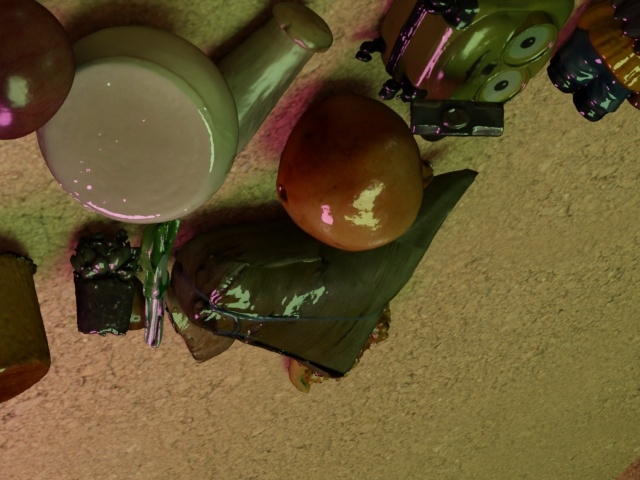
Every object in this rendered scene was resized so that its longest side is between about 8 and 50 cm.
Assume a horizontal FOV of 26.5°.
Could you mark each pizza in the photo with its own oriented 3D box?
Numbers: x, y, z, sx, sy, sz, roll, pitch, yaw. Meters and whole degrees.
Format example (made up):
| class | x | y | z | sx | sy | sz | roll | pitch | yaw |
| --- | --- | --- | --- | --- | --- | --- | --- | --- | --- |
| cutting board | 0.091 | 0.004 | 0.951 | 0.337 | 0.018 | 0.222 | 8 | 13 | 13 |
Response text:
| class | x | y | z | sx | sy | sz | roll | pitch | yaw |
| --- | --- | --- | --- | --- | --- | --- | --- | --- | --- |
| pizza | 0.037 | 0.171 | 2.295 | 0.161 | 0.086 | 0.305 | -7 | 145 | -33 |

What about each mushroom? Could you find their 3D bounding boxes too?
| class | x | y | z | sx | sy | sz | roll | pitch | yaw |
| --- | --- | --- | --- | --- | --- | --- | --- | --- | --- |
| mushroom | -0.090 | -0.184 | 1.637 | 0.247 | 0.096 | 0.108 | -46 | 176 | 15 |
| mushroom | -0.178 | 0.127 | 2.068 | 0.094 | 0.072 | 0.210 | -32 | 150 | -11 |

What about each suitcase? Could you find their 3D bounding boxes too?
| class | x | y | z | sx | sy | sz | roll | pitch | yaw |
| --- | --- | --- | --- | --- | --- | --- | --- | --- | --- |
| suitcase | 0.189 | -0.263 | 1.695 | 0.234 | 0.143 | 0.194 | -8 | 145 | -31 |

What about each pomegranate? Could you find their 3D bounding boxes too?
| class | x | y | z | sx | sy | sz | roll | pitch | yaw |
| --- | --- | --- | --- | --- | --- | --- | --- | --- | --- |
| pomegranate | 0.039 | -0.092 | 1.787 | 0.209 | 0.209 | 0.209 | -20 | 149 | -13 |

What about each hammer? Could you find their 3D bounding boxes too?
| class | x | y | z | sx | sy | sz | roll | pitch | yaw |
| --- | --- | --- | --- | --- | --- | --- | --- | --- | --- |
| hammer | 0.162 | -0.151 | 1.778 | 0.111 | 0.044 | 0.365 | 1 | -178 | 0 |

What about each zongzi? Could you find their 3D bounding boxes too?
| class | x | y | z | sx | sy | sz | roll | pitch | yaw |
| --- | --- | --- | --- | --- | --- | --- | --- | --- | --- |
| zongzi | 0.000 | 0.000 | 1.941 | 0.356 | 0.174 | 0.393 | 20 | 116 | -44 |

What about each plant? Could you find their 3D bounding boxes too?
| class | x | y | z | sx | sy | sz | roll | pitch | yaw |
| --- | --- | --- | --- | --- | --- | --- | --- | --- | --- |
| plant | -0.287 | 0.056 | 1.817 | 0.094 | 0.143 | 0.092 | -1 | -179 | -16 |

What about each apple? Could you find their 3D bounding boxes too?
| class | x | y | z | sx | sy | sz | roll | pitch | yaw |
| --- | --- | --- | --- | --- | --- | --- | --- | --- | --- |
| apple | -0.323 | -0.185 | 1.399 | 0.120 | 0.153 | 0.153 | -31 | 155 | -31 |

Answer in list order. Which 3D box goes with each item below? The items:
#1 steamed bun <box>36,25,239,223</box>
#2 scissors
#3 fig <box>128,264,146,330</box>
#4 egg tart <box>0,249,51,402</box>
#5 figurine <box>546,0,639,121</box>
| class | x | y | z | sx | sy | sz | roll | pitch | yaw |
| --- | --- | --- | --- | --- | --- | --- | --- | --- | --- |
| steamed bun | -0.203 | -0.139 | 1.541 | 0.231 | 0.145 | 0.232 | 3 | 122 | 5 |
| scissors | -0.223 | 0.056 | 1.856 | 0.101 | 0.027 | 0.204 | -53 | 154 | -58 |
| fig | -0.275 | 0.077 | 1.917 | 0.082 | 0.084 | 0.098 | 1 | 99 | -29 |
| egg tart | -0.446 | 0.119 | 1.748 | 0.215 | 0.171 | 0.215 | -25 | 166 | -7 |
| figurine | 0.460 | -0.297 | 1.826 | 0.332 | 0.185 | 0.204 | -43 | -178 | 16 |
